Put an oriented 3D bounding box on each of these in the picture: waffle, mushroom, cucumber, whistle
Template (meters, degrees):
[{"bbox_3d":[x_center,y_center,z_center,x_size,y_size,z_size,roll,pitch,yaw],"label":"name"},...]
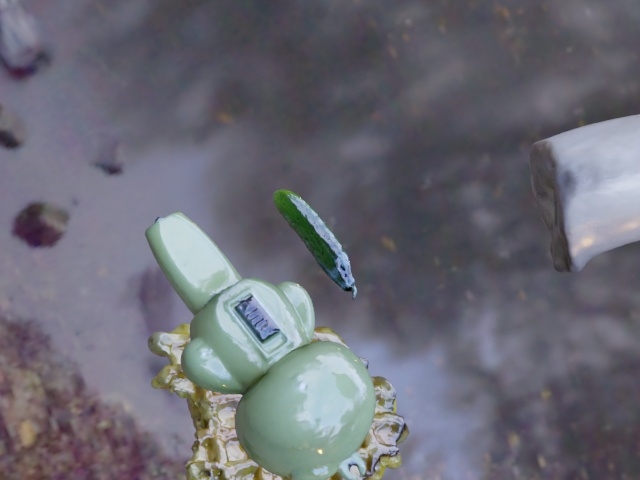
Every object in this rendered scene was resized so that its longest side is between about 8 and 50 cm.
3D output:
[{"bbox_3d":[-0.052,0.193,1.621,0.281,0.058,0.301,-23,59,-36],"label":"waffle"},{"bbox_3d":[0.347,-0.059,1.180,0.314,0.336,0.314,-13,90,-89],"label":"mushroom"},{"bbox_3d":[0.000,0.000,1.647,0.155,0.037,0.037,53,30,13],"label":"cucumber"},{"bbox_3d":[-0.058,0.106,1.333,0.294,0.141,0.141,46,25,24],"label":"whistle"}]
